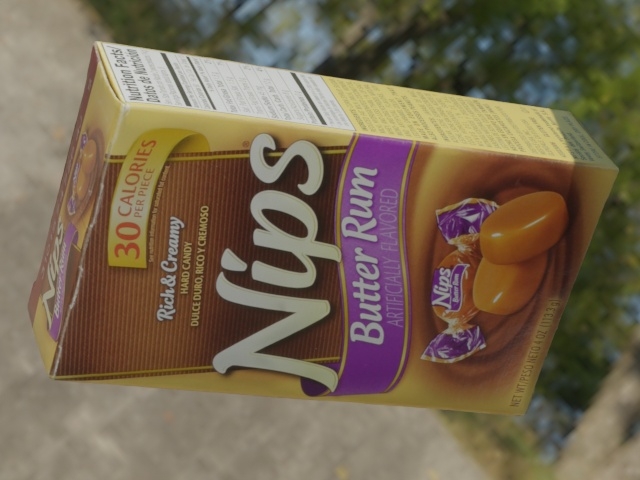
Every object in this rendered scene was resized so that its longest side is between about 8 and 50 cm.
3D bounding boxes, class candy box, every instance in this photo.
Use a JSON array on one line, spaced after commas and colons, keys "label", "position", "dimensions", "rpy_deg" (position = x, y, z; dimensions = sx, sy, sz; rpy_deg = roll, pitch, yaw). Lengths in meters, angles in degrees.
[{"label": "candy box", "position": [0.000, 0.000, 0.707], "dimensions": [0.186, 0.109, 0.053], "rpy_deg": [6, 28, -21]}]
